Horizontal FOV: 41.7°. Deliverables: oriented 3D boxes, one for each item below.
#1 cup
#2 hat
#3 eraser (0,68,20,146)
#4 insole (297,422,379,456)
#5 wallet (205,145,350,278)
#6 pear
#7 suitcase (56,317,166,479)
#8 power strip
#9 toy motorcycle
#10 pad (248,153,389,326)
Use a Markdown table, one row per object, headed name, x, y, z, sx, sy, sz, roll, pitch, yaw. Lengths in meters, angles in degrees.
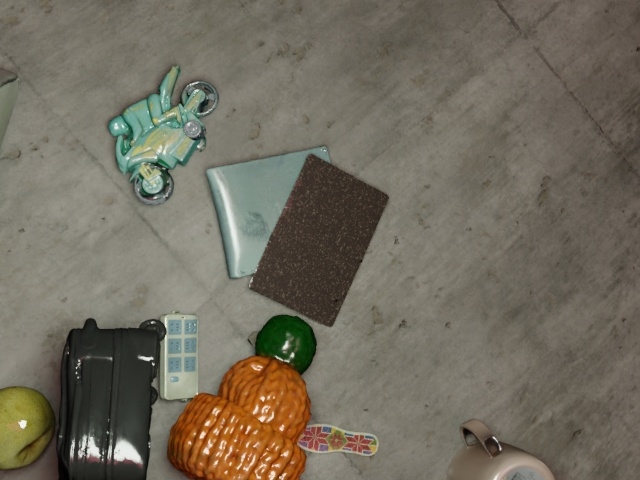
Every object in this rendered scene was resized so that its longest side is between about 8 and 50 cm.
| name | x | y | z | sx | sy | sz | roll | pitch | yaw |
| --- | --- | --- | --- | --- | --- | --- | --- | --- | --- |
| cup | 0.384 | 0.507 | 1.814 | 0.191 | 0.200 | 0.253 | -23 | 88 | -14 |
| hat | -0.103 | 0.353 | 1.711 | 0.285 | 0.285 | 0.400 | 44 | 65 | -4 |
| eraser | -0.706 | -0.215 | 1.604 | 0.149 | 0.331 | 0.331 | 17 | 80 | -10 |
| insole | 0.036 | 0.439 | 1.843 | 0.193 | 0.006 | 0.065 | 11 | 81 | -11 |
| wallet | -0.092 | -0.064 | 1.855 | 0.290 | 0.054 | 0.251 | -12 | 91 | -20 |
| pear | -0.597 | 0.361 | 1.630 | 0.136 | 0.167 | 0.167 | 40 | 75 | 22 |
| suitcase | -0.388 | 0.354 | 1.553 | 0.188 | 0.345 | 0.339 | 4 | 54 | -14 |
| power strip | -0.298 | 0.243 | 1.765 | 0.081 | 0.035 | 0.192 | 5 | 81 | -40 |
| toy motorcycle | -0.346 | -0.232 | 1.801 | 0.198 | 0.109 | 0.297 | 31 | 79 | 3 |
| pad | 0.000 | 0.000 | 1.856 | 0.220 | 0.004 | 0.330 | 28 | 81 | -18 |
